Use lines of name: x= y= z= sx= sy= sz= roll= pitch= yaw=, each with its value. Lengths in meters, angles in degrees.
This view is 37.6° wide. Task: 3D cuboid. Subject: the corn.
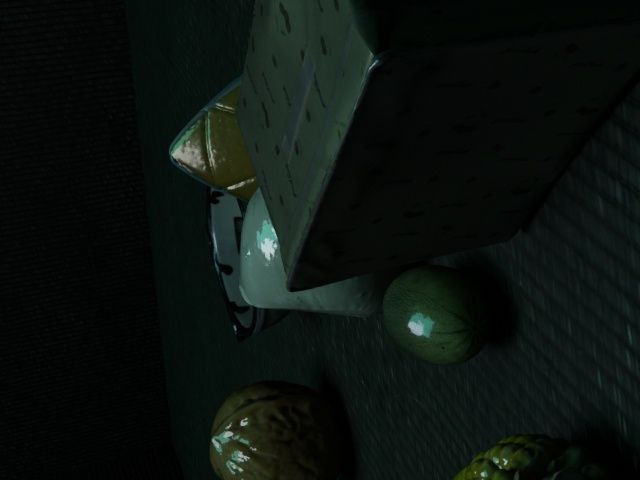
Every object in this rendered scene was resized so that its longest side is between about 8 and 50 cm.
corn: x=0.162 y=0.259 z=0.833 sx=0.347 sy=0.130 sz=0.130 roll=105 pitch=149 yaw=-62

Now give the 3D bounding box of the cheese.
cheese: x=0.000 y=0.000 z=1.057 sx=0.154 sy=0.197 sz=0.189 roll=-67 pitch=-22 yaw=-64

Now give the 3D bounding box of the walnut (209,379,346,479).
walnut: x=-0.069 y=0.310 z=1.442 sx=0.213 sy=0.213 sz=0.213 roll=169 pitch=90 yaw=-73

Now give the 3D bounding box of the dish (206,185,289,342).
dish: x=-0.089 y=0.007 z=1.465 sx=0.303 sy=0.120 sz=0.303 roll=169 pitch=90 yaw=-73

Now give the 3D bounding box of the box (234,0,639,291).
box: x=0.075 y=-0.127 z=0.701 sx=0.297 sy=0.225 sz=0.191 roll=113 pitch=142 yaw=-59

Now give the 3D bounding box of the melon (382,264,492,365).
melon: x=0.114 y=0.073 z=0.912 sx=0.130 sy=0.098 sz=0.098 roll=-152 pitch=53 yaw=-63

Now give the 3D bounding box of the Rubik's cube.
Rubik's cube: x=-0.078 y=-0.139 z=1.193 sx=0.254 sy=0.254 sz=0.255 roll=169 pitch=90 yaw=-73
